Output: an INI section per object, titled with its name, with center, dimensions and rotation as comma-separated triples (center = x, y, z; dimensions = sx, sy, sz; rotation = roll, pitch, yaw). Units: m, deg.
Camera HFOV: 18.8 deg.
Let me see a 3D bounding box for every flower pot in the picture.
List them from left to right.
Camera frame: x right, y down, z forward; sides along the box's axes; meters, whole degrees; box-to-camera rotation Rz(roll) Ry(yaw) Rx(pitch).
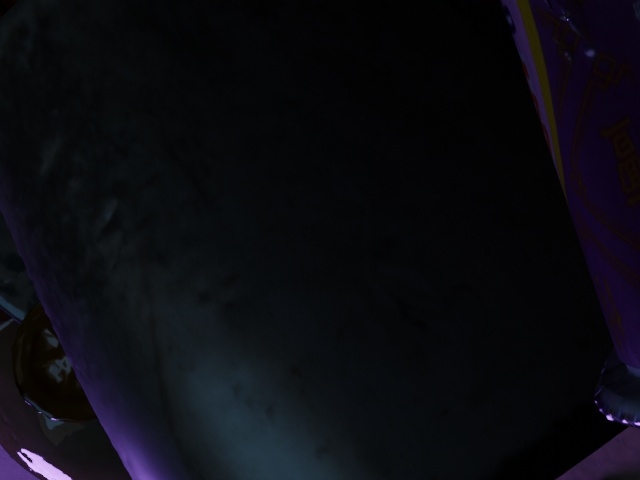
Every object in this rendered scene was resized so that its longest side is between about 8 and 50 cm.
[flower pot]
center = 0.000, 0.000, 0.971
dimensions = 0.330, 0.294, 0.293
rotation = 57, 153, 9

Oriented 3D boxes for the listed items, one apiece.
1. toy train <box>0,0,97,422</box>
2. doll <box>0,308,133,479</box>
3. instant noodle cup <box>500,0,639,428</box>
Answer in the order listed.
[toy train]
center = -0.152, -0.049, 1.181
dimensions = 0.369, 0.231, 0.163
rotation = 38, -167, 7
[doll]
center = -0.204, 0.040, 1.413
dimensions = 0.235, 0.174, 0.330
rotation = -20, 104, 52
[instant noodle cup]
center = 0.167, -0.137, 0.533
dimensions = 0.266, 0.340, 0.340
rotation = 63, 152, 0
